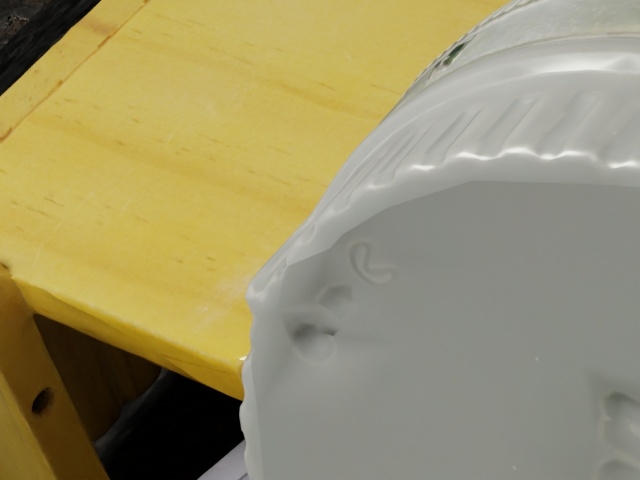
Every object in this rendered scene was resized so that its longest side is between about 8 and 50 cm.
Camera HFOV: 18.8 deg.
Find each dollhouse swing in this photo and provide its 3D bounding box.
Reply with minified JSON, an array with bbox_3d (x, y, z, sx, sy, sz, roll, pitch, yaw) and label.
[{"bbox_3d":[0.000,0.000,0.992,0.305,0.315,0.347,27,61,31],"label":"dollhouse swing"}]

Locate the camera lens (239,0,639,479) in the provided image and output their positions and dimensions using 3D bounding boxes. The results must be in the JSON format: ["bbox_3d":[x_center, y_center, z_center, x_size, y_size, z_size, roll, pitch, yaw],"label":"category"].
[{"bbox_3d":[0.136,0.009,0.507,0.219,0.219,0.274,-24,11,43],"label":"camera lens"}]

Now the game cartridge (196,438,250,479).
[{"bbox_3d":[0.040,0.109,0.801,0.355,0.068,0.230,-41,24,8],"label":"game cartridge"}]
